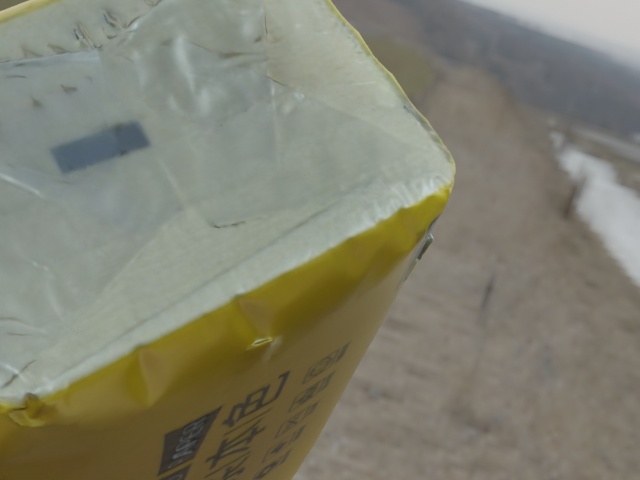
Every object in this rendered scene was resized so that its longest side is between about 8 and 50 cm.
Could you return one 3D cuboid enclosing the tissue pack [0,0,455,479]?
[{"bbox_3d":[-0.130,0.047,1.125,0.293,0.382,0.228,-27,71,-28],"label":"tissue pack"}]

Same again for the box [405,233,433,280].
[{"bbox_3d":[0.000,0.000,1.418,0.149,0.073,0.020,15,41,-22],"label":"box"}]
